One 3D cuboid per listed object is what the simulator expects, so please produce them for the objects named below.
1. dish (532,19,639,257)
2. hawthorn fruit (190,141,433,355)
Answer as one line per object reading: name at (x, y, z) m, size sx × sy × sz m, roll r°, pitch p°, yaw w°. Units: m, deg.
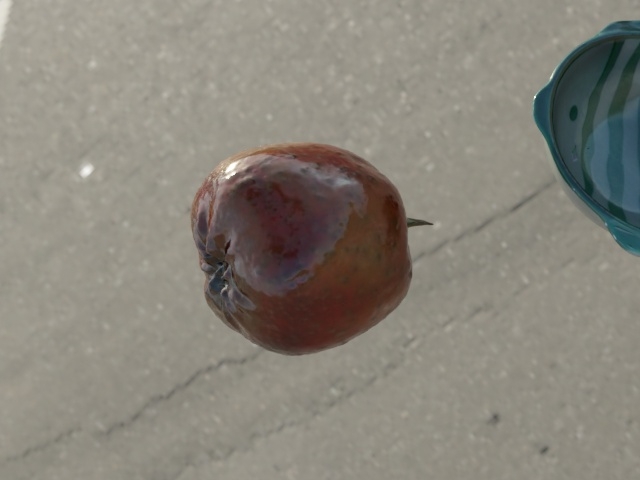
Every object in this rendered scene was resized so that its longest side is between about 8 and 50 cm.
dish at (0.279, -0.068, 1.237) m, size 0.078 × 0.246 × 0.224 m, roll 118°, pitch 160°, yaw -60°
hawthorn fruit at (0.000, 0.000, 1.225) m, size 0.200 × 0.179 × 0.179 m, roll -18°, pitch 30°, yaw -17°
